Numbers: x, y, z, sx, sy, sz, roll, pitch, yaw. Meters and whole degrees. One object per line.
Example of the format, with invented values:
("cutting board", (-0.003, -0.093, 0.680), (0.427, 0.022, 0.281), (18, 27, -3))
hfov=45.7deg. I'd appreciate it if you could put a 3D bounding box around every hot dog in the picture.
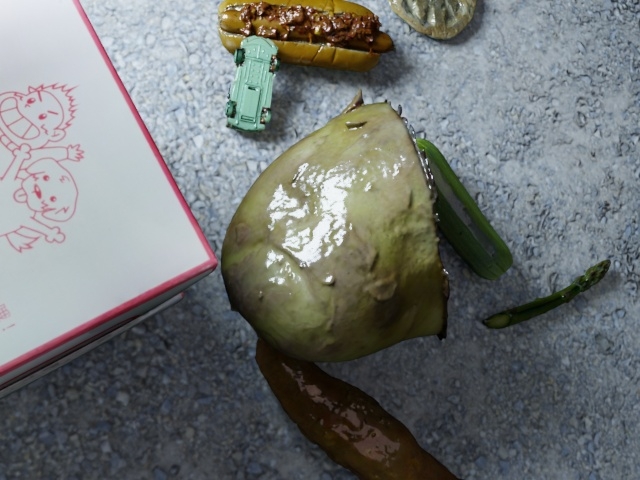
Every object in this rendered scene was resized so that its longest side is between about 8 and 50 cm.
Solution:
("hot dog", (-0.013, -0.284, 1.016), (0.249, 0.076, 0.102), (4, 75, -18))

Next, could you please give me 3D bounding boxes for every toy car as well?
("toy car", (-0.089, -0.200, 0.976), (0.059, 0.035, 0.121), (9, 94, -15))

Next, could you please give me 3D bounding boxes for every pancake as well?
("pancake", (0.162, -0.368, 1.122), (0.152, 0.025, 0.151), (3, 80, -19))

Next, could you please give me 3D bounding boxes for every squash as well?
("squash", (0.183, -0.043, 1.048), (0.066, 0.066, 0.228), (-39, 95, -22))

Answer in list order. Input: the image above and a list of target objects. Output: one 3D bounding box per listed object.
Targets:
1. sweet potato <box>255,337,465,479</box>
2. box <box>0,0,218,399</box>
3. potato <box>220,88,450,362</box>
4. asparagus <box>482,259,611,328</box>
("sweet potato", (0.054, 0.243, 0.928), (0.355, 0.095, 0.106), (39, 29, -13))
("box", (-0.320, -0.018, 0.733), (0.312, 0.300, 0.314), (-28, 90, -22))
("potato", (0.000, 0.000, 0.890), (0.237, 0.288, 0.300), (-14, 116, -4))
("asparagus", (0.335, 0.082, 1.099), (0.236, 0.027, 0.034), (-21, 98, -22))
